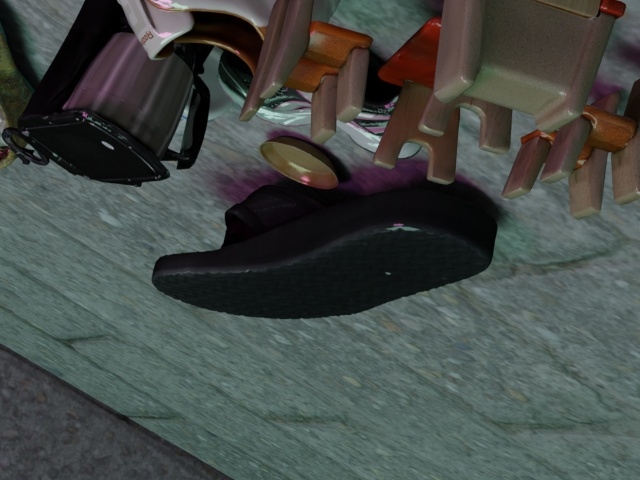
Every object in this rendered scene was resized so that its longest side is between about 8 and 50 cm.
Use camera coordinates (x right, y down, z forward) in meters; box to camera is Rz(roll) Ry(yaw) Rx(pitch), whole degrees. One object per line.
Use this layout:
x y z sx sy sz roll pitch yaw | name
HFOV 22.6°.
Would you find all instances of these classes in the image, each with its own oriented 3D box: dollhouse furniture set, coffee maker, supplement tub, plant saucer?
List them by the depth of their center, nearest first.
0.106 -0.127 1.053 0.262 0.135 0.259 16 169 -11 | dollhouse furniture set
-0.159 -0.146 1.268 0.171 0.178 0.120 13 157 29 | coffee maker
-0.122 -0.132 1.430 0.071 0.071 0.107 32 162 -18 | supplement tub
-0.018 -0.077 1.530 0.083 0.015 0.083 23 162 8 | plant saucer

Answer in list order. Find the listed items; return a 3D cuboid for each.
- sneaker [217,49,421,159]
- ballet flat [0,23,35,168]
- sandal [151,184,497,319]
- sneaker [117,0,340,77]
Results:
0.006 -0.132 1.289 0.178 0.072 0.077 16 149 6 | sneaker
-0.363 -0.169 1.587 0.123 0.123 0.348 21 161 15 | ballet flat
0.003 0.001 1.593 0.167 0.107 0.445 26 154 -36 | sandal
-0.129 -0.209 1.149 0.290 0.123 0.106 29 164 -6 | sneaker
